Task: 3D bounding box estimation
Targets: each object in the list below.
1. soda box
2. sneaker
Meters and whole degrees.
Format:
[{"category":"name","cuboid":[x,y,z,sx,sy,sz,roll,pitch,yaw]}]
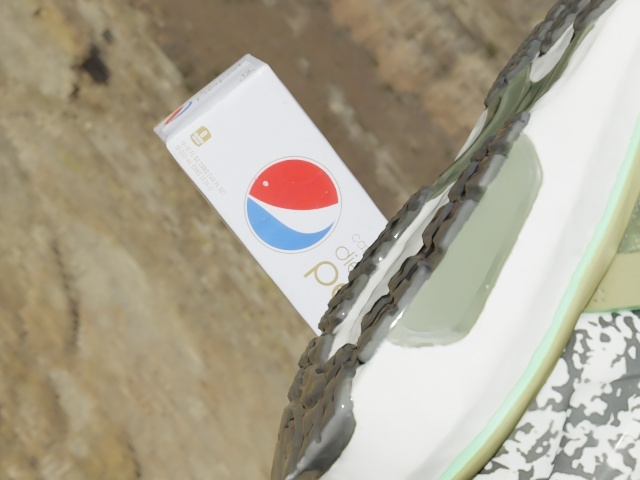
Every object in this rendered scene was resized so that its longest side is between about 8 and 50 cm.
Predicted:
[{"category":"soda box","cuboid":[0.000,0.000,0.928,0.216,0.074,0.069,52,-2,-17]},{"category":"sneaker","cuboid":[0.155,-0.018,0.638,0.182,0.410,0.158,41,-22,-6]}]
